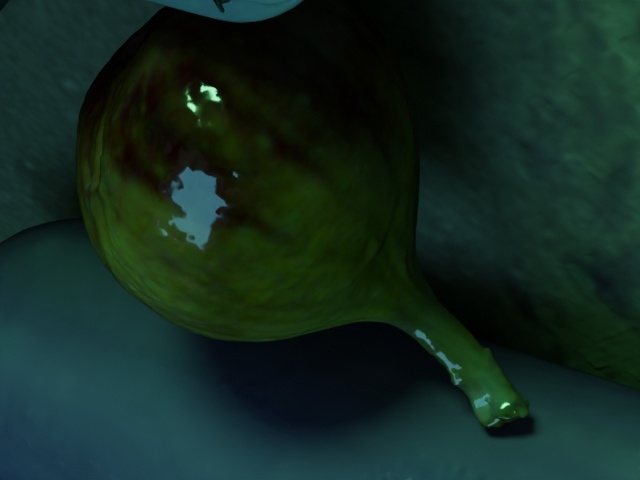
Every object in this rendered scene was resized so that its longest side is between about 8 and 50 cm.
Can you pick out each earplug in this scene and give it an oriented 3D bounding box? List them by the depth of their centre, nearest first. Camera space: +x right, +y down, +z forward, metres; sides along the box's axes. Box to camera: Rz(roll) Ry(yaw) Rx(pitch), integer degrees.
[{"bbox_3d":[-0.013,0.117,0.763,0.456,0.215,0.215,21,148,24],"label":"earplug"}]

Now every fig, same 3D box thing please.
[{"bbox_3d":[-0.016,0.002,0.605,0.160,0.143,0.230,15,129,65],"label":"fig"}]

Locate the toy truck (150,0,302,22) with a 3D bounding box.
[{"bbox_3d":[-0.113,-0.171,0.498,0.305,0.136,0.162,19,154,26],"label":"toy truck"}]

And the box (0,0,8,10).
[{"bbox_3d":[-0.268,-0.139,0.756,0.244,0.055,0.103,0,137,43],"label":"box"}]
